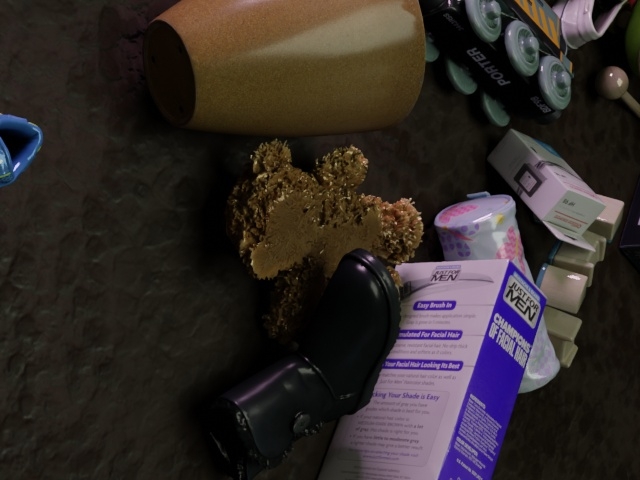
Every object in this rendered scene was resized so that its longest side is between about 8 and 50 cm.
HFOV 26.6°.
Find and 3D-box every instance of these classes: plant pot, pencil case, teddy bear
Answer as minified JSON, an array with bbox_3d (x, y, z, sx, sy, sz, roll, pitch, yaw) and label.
[{"bbox_3d":[-0.057,-0.207,1.483,0.254,0.237,0.237,-19,101,-30],"label":"plant pot"},{"bbox_3d":[0.242,0.074,1.834,0.124,0.113,0.273,-38,114,-51],"label":"pencil case"},{"bbox_3d":[0.000,0.000,1.598,0.338,0.113,0.245,-4,108,-47],"label":"teddy bear"}]

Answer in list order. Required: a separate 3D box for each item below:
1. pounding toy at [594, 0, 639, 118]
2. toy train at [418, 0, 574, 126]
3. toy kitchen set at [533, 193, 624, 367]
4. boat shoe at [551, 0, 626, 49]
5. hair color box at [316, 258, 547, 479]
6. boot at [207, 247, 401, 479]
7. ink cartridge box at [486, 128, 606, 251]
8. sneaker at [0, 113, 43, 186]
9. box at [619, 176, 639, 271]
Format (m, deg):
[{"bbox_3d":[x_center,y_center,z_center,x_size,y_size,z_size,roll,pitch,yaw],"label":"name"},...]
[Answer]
[{"bbox_3d":[0.506,-0.333,2.167,0.183,0.110,0.237,15,105,-59],"label":"pounding toy"},{"bbox_3d":[0.236,-0.295,1.845,0.334,0.142,0.190,35,54,-40],"label":"toy train"},{"bbox_3d":[0.344,0.050,1.969,0.207,0.122,0.166,-55,154,-39],"label":"toy kitchen set"},{"bbox_3d":[0.441,-0.397,2.093,0.267,0.088,0.096,-52,123,-35],"label":"boat shoe"},{"bbox_3d":[0.137,0.192,1.662,0.110,0.185,0.339,40,60,-37],"label":"hair color box"},{"bbox_3d":[-0.021,0.145,1.488,0.207,0.094,0.246,-28,145,-37],"label":"boot"},{"bbox_3d":[0.326,-0.070,1.890,0.104,0.180,0.060,16,119,-45],"label":"ink cartridge box"},{"bbox_3d":[-0.352,-0.071,1.205,0.240,0.126,0.091,-31,109,-44],"label":"sneaker"},{"bbox_3d":[0.599,0.002,2.219,0.207,0.108,0.153,42,58,-36],"label":"box"}]
